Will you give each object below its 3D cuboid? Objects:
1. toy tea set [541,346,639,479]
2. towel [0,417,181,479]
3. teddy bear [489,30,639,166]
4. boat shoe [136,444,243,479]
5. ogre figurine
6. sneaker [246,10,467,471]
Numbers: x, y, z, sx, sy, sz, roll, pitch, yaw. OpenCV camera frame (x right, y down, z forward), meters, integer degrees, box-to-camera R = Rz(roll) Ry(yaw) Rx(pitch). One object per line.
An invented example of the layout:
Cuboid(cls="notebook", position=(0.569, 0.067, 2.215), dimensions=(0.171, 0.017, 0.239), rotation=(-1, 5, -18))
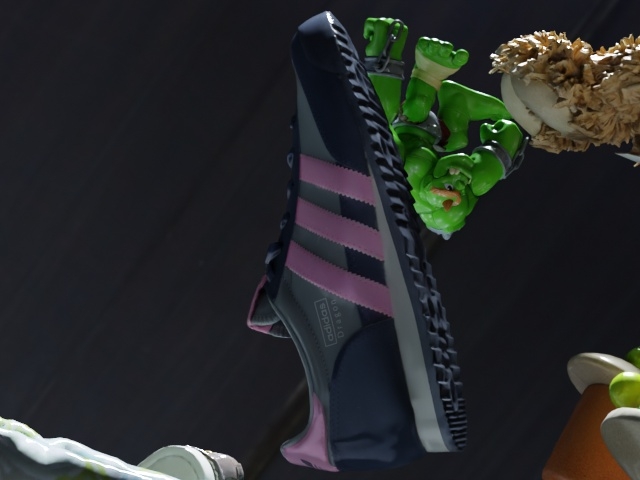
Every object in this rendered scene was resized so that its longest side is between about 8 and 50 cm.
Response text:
Cuboid(cls="toy tea set", position=(0.251, 0.116, 0.649), dimensions=(0.336, 0.124, 0.200), rotation=(27, -22, 36))
Cuboid(cls="towel", position=(-0.126, 0.328, 0.977), dimensions=(0.375, 0.320, 0.090), rotation=(19, -3, -5))
Cuboid(cls="teddy bear", position=(0.278, -0.091, 0.938), dimensions=(0.338, 0.113, 0.245), rotation=(14, -1, 18))
Cuboid(cls="boat shoe", position=(-0.224, 0.332, 1.536), dimensions=(0.097, 0.324, 0.116), rotation=(13, 43, -59))
Cuboid(cls="ogre figurine", position=(0.085, -0.077, 1.071), dimensions=(0.097, 0.118, 0.197), rotation=(18, -11, 25))
Cuboid(cls="sneaker", position=(0.000, 0.000, 0.932), dimensions=(0.112, 0.131, 0.318), rotation=(39, 36, -66))
